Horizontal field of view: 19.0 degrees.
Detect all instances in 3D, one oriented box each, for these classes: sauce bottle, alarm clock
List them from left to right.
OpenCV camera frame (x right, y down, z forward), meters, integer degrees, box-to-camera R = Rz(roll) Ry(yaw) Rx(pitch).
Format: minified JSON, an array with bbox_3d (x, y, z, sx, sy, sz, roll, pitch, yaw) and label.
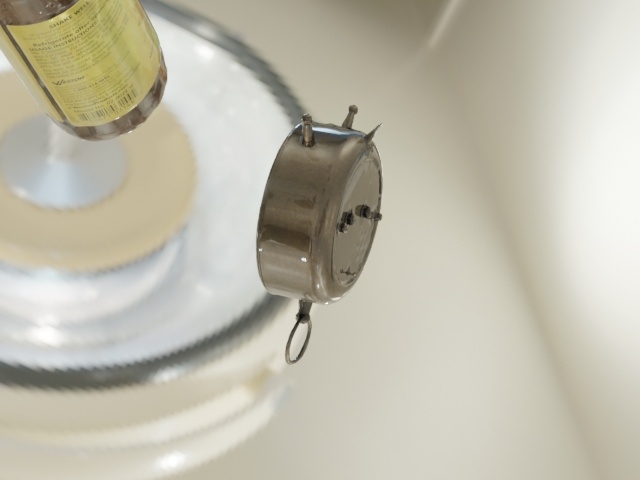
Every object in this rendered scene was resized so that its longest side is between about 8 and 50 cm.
[{"bbox_3d":[-0.199,-0.192,1.360,0.111,0.111,0.344,33,165,22],"label":"sauce bottle"},{"bbox_3d":[0.000,0.000,1.391,0.064,0.192,0.129,16,-167,17],"label":"alarm clock"}]
